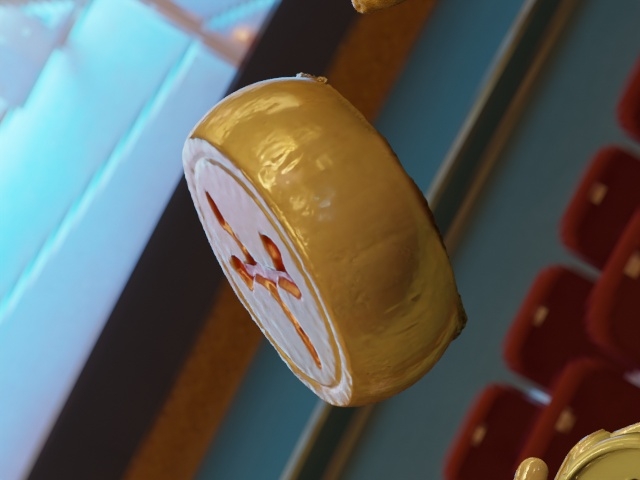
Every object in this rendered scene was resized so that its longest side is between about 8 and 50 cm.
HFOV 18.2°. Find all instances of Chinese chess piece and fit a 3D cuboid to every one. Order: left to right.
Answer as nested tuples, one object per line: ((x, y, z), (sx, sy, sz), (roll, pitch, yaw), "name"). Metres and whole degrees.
((0.000, 0.000, 1.963), (0.140, 0.338, 0.338), (-31, 4, -15), "Chinese chess piece")

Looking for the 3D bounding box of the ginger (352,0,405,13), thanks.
((0.112, -0.301, 1.955), (0.205, 0.081, 0.115), (-25, 27, 35), "ginger")

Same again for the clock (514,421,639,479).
((0.230, 0.203, 1.423), (0.062, 0.191, 0.151), (3, -106, -66), "clock")
